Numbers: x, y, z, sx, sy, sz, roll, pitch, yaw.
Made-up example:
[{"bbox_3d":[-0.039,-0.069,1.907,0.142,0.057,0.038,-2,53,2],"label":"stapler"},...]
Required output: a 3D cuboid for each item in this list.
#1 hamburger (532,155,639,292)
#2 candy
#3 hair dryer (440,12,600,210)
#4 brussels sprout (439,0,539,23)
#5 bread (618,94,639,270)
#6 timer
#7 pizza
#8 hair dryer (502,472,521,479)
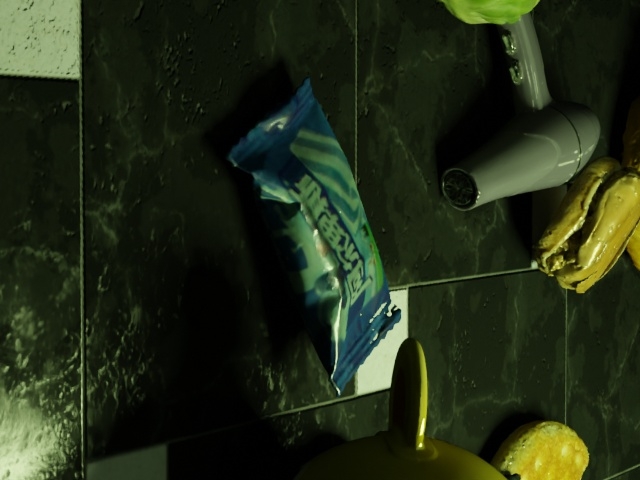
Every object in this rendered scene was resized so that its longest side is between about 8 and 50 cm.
[{"bbox_3d":[0.389,-0.025,2.234,0.213,0.108,0.213,-50,162,-23],"label":"hamburger"},{"bbox_3d":[0.000,0.000,1.729,0.187,0.077,0.331,-49,128,-47],"label":"candy"},{"bbox_3d":[0.242,-0.229,2.092,0.301,0.121,0.361,-25,103,-44],"label":"hair dryer"},{"bbox_3d":[0.202,-0.381,1.908,0.244,0.244,0.244,-5,95,-57],"label":"brussels sprout"},{"bbox_3d":[0.612,-0.086,2.547,0.337,0.204,0.358,8,81,-54],"label":"bread"},{"bbox_3d":[0.073,0.338,1.656,0.376,0.376,0.387,46,32,-48],"label":"timer"},{"bbox_3d":[0.307,0.355,2.232,0.292,0.058,0.197,-8,100,-55],"label":"pizza"},{"bbox_3d":[0.212,0.332,2.004,0.255,0.070,0.128,-30,118,-63],"label":"hair dryer"}]
